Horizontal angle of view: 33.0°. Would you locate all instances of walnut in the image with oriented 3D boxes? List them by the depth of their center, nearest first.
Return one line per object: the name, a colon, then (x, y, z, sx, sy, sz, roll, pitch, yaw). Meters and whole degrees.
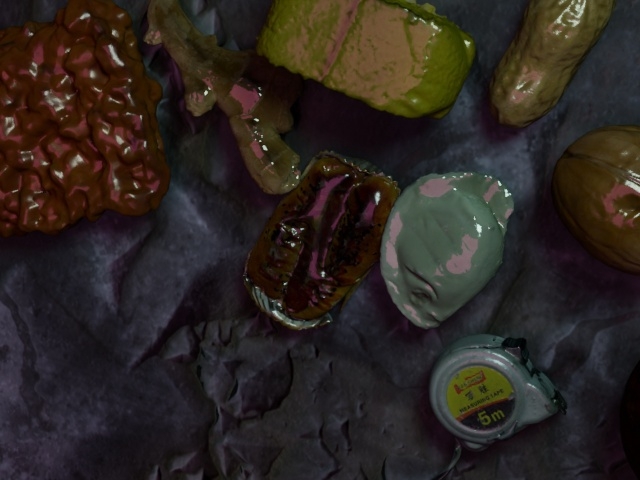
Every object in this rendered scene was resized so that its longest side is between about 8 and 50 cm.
walnut: (0.376, -0.047, 1.286, 0.207, 0.167, 0.167, 36, 111, 7)

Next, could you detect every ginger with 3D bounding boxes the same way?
ginger: (-0.124, -0.215, 1.462, 0.333, 0.081, 0.148, 44, 96, 6)

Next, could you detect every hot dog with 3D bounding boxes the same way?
hot dog: (0.000, 0.000, 1.472, 0.162, 0.082, 0.270, 39, 112, 10)

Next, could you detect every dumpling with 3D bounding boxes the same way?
dumpling: (0.166, 0.008, 1.408, 0.152, 0.108, 0.219, 37, 100, 28)

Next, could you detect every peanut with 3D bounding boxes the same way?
peanut: (0.276, -0.236, 1.309, 0.095, 0.108, 0.226, 37, 113, 18)

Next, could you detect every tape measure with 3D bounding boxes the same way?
tape measure: (0.155, 0.242, 1.463, 0.330, 0.084, 0.164, -30, 88, 21)

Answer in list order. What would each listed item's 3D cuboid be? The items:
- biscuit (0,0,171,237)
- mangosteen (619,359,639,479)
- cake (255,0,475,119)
biscuit: (-0.375, -0.172, 1.555, 0.312, 0.110, 0.318, -12, 97, 23)
mangosteen: (0.463, 0.222, 1.255, 0.235, 0.261, 0.236, 4, 101, 21)
cake: (0.063, -0.248, 1.345, 0.260, 0.179, 0.156, 27, 110, 10)
